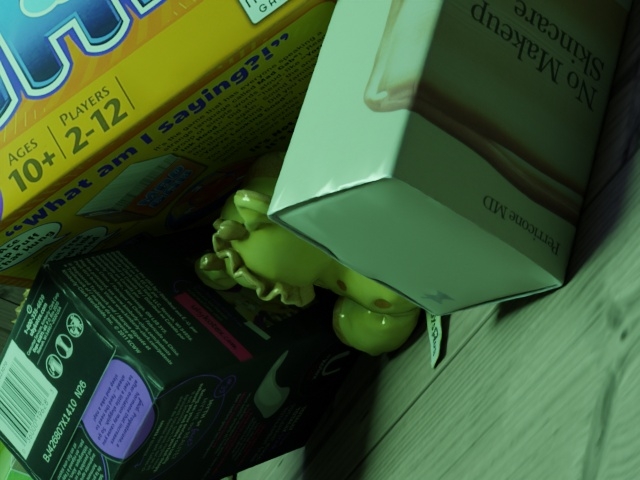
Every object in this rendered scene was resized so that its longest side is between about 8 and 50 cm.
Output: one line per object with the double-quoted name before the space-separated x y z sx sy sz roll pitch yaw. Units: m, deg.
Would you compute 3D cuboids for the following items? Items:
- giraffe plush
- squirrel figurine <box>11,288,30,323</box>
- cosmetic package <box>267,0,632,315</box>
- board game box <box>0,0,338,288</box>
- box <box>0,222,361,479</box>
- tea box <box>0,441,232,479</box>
"giraffe plush" 0.000 0.000 1.227 0.210 0.170 0.181 -96 23 -58
"squirrel figurine" -0.222 -0.017 1.965 0.370 0.281 0.397 -45 -37 -78
"cosmetic package" 0.096 -0.120 1.067 0.129 0.153 0.296 -16 51 52
"board game box" -0.162 -0.199 1.325 0.356 0.356 0.356 -34 -15 13
"box" -0.107 0.096 1.312 0.270 0.143 0.165 -14 -39 -51
"tea box" -0.245 0.260 1.765 0.329 0.220 0.323 -88 23 -59
